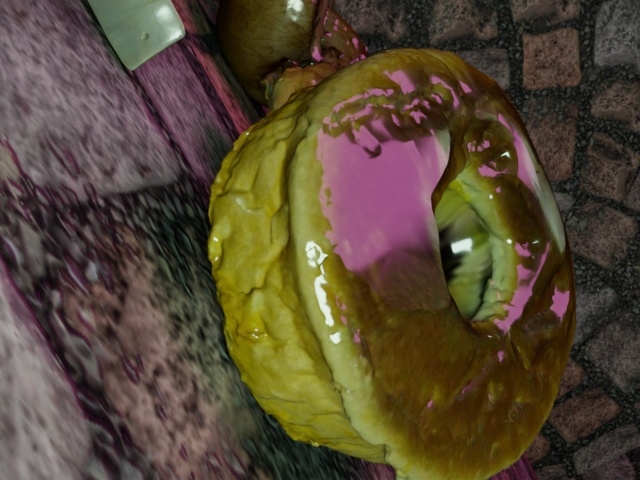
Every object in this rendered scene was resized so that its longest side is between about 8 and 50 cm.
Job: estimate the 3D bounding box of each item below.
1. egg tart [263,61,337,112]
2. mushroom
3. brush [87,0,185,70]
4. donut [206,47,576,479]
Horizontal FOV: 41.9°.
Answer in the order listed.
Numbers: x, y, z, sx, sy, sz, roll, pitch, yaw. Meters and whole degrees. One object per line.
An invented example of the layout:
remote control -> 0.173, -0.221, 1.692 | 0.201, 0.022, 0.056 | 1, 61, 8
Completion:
egg tart -> 0.028, -0.020, 0.835 | 0.341, 0.129, 0.341 | 52, 21, -29
mushroom -> -0.040, -0.286, 1.120 | 0.263, 0.195, 0.283 | 108, -29, -50
brush -> -0.203, -0.276, 0.599 | 0.321, 0.060, 0.050 | 60, 21, -6
donut -> 0.057, 0.013, 0.602 | 0.330, 0.160, 0.330 | 5, 83, -50
